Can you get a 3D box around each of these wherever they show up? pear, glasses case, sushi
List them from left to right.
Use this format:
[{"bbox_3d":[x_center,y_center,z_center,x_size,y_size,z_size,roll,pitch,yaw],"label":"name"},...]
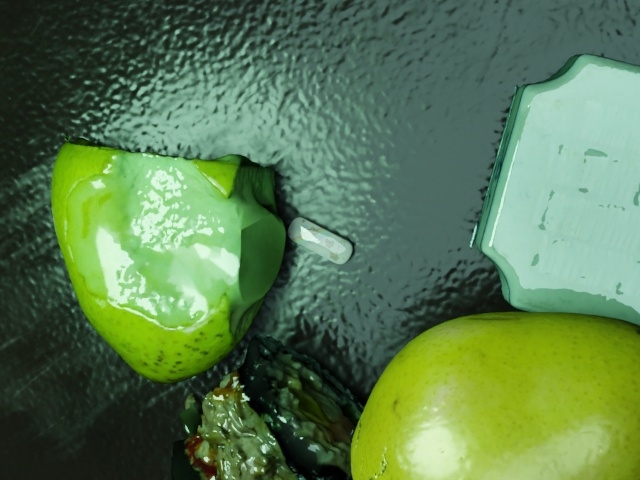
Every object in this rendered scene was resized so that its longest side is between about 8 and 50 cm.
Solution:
[{"bbox_3d":[-0.194,0.027,1.093,0.286,0.176,0.282,9,97,10],"label":"pear"},{"bbox_3d":[-0.054,0.250,1.063,0.225,0.238,0.219,42,94,-7],"label":"sushi"},{"bbox_3d":[0.000,0.000,1.132,0.083,0.021,0.032,28,96,7],"label":"glasses case"},{"bbox_3d":[0.196,0.202,0.896,0.336,0.285,0.285,-7,93,32],"label":"pear"}]

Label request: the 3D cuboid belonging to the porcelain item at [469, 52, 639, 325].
[{"bbox_3d":[0.322,-0.044,1.006,0.285,0.157,0.282,14,99,7],"label":"porcelain item"}]
